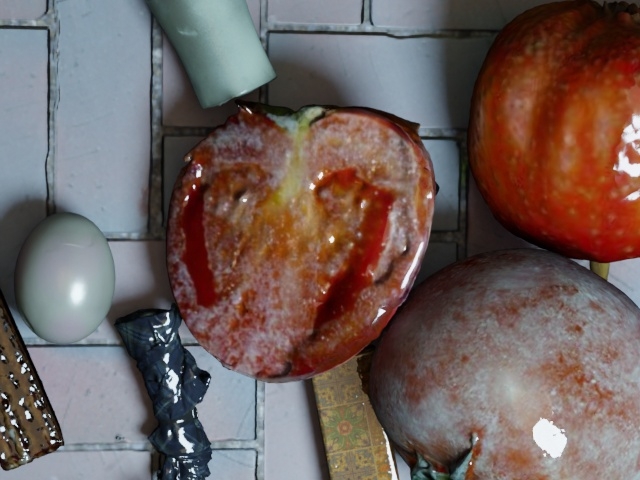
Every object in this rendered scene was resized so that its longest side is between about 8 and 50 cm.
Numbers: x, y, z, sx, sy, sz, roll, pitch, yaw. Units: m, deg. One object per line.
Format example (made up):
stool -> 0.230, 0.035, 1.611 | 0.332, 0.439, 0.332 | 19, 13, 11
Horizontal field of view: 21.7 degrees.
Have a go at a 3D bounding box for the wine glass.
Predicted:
wine glass -> -0.129, -0.254, 1.717 | 0.103, 0.103, 0.231 | -25, 100, -8

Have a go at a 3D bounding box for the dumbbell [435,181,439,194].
dumbbell -> 0.092, -0.074, 1.794 | 0.040, 0.036, 0.083 | -38, 98, -8

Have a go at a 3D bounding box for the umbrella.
umbrella -> -0.148, 0.175, 1.752 | 0.071, 0.080, 0.224 | -20, 101, -43

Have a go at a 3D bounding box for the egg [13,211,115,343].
egg -> -0.260, 0.038, 1.704 | 0.103, 0.103, 0.135 | 4, 91, -10

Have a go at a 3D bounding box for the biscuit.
biscuit -> -0.337, 0.106, 1.692 | 0.070, 0.106, 0.252 | -23, 96, -9

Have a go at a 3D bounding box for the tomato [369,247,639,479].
tomato -> 0.200, 0.161, 1.681 | 0.316, 0.316, 0.282 | 41, 75, -9

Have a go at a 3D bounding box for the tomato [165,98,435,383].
tomato -> 0.002, -0.004, 1.718 | 0.309, 0.170, 0.309 | 1, 93, 26

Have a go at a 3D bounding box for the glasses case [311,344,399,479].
glasses case -> 0.042, 0.225, 1.791 | 0.075, 0.049, 0.218 | -11, 94, -2

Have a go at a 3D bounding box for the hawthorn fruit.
hawthorn fruit -> 0.294, -0.086, 1.721 | 0.287, 0.287, 0.330 | -3, 110, -10
